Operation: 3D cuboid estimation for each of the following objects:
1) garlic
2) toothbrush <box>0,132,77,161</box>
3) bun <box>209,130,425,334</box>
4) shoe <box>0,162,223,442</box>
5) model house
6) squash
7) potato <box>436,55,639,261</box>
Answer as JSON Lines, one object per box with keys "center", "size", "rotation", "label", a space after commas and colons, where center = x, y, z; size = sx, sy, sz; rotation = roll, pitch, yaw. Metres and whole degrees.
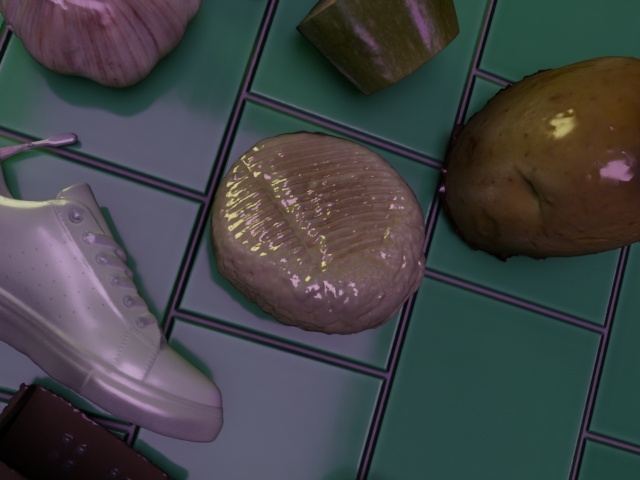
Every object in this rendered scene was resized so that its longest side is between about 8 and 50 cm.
{"center": [-0.204, -0.260, 0.597], "size": [0.199, 0.226, 0.199], "rotation": [2, 79, -12], "label": "garlic"}
{"center": [-0.346, -0.080, 0.653], "size": [0.204, 0.022, 0.017], "rotation": [-15, 79, -12], "label": "toothbrush"}
{"center": [0.000, 0.000, 0.661], "size": [0.220, 0.134, 0.220], "rotation": [8, 55, -11], "label": "bun"}
{"center": [-0.222, 0.040, 0.615], "size": [0.363, 0.132, 0.160], "rotation": [31, 81, 0], "label": "shoe"}
{"center": [-0.268, 0.300, 0.560], "size": [0.211, 0.204, 0.243], "rotation": [38, 96, -6], "label": "model house"}
{"center": [0.066, -0.236, 0.689], "size": [0.170, 0.170, 0.123], "rotation": [-39, 105, -12], "label": "squash"}
{"center": [0.288, -0.086, 0.694], "size": [0.285, 0.242, 0.243], "rotation": [-14, 88, -16], "label": "potato"}
